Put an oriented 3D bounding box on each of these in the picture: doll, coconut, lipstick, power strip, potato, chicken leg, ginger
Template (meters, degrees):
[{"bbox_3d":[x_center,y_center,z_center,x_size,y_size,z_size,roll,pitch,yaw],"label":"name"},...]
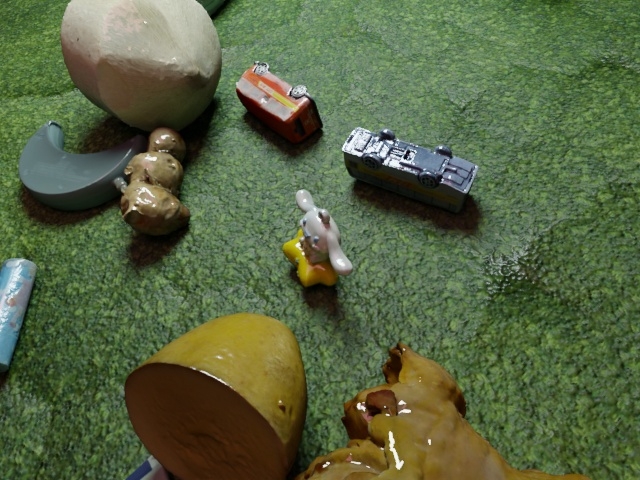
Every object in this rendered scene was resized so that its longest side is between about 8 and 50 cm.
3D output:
[{"bbox_3d":[0.003,0.006,0.608,0.071,0.113,0.135,-15,32,-25],"label":"doll"},{"bbox_3d":[-0.290,-0.311,0.799,0.265,0.238,0.237,30,65,24],"label":"coconut"},{"bbox_3d":[-0.441,0.102,0.656,0.047,0.048,0.158,-9,55,3],"label":"lipstick"},{"bbox_3d":[-0.406,-0.125,0.801,0.253,0.054,0.168,15,63,19],"label":"power strip"},{"bbox_3d":[-0.086,0.151,0.498,0.178,0.204,0.158,38,42,3],"label":"potato"},{"bbox_3d":[0.138,0.218,0.426,0.408,0.182,0.295,-5,39,2],"label":"chicken leg"},{"bbox_3d":[-0.257,-0.097,0.741,0.104,0.080,0.204,14,50,-29],"label":"ginger"}]

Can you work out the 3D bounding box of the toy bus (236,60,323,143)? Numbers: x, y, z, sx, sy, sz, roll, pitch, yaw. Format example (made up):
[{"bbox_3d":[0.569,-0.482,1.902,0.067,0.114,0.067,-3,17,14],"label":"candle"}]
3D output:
[{"bbox_3d":[-0.078,-0.239,0.812,0.077,0.079,0.174,-45,60,-9],"label":"toy bus"}]

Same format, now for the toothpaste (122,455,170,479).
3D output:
[{"bbox_3d":[-0.145,0.319,0.467,0.061,0.037,0.216,-36,54,-15],"label":"toothpaste"}]

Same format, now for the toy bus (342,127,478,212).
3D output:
[{"bbox_3d":[0.128,-0.105,0.684,0.190,0.075,0.064,21,63,21],"label":"toy bus"}]

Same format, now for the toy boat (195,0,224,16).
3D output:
[{"bbox_3d":[-0.289,-0.576,1.059,0.199,0.100,0.291,13,59,18],"label":"toy boat"}]
